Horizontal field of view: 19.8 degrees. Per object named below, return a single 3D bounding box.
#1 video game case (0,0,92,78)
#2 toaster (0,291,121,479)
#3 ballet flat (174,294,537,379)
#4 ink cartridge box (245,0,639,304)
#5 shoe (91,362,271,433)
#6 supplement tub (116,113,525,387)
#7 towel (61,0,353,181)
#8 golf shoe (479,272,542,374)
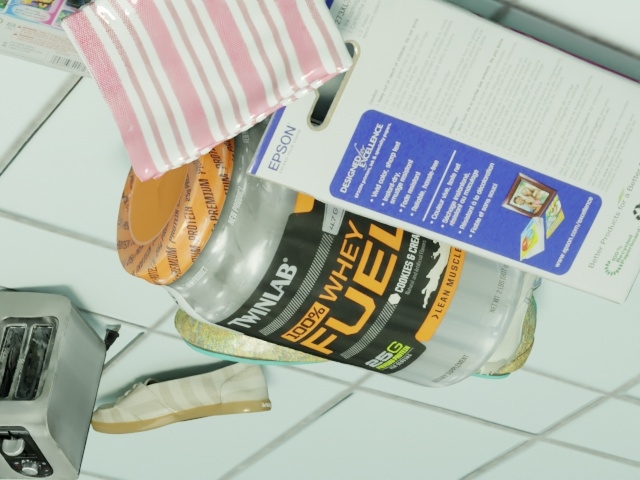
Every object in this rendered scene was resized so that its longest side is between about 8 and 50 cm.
[{"bbox_3d":[-0.210,-0.184,1.423,0.157,0.019,0.143,14,146,-21],"label":"video game case"},{"bbox_3d":[-0.309,0.141,1.826,0.168,0.185,0.110,0,147,16],"label":"toaster"},{"bbox_3d":[0.039,0.057,1.749,0.349,0.123,0.123,6,148,-8],"label":"ballet flat"},{"bbox_3d":[0.126,-0.083,1.454,0.371,0.069,0.175,18,104,-29],"label":"ink cartridge box"},{"bbox_3d":[-0.153,0.169,1.982,0.219,0.058,0.076,-10,178,24],"label":"shoe"},{"bbox_3d":[0.000,0.000,1.559,0.316,0.193,0.193,17,145,-27],"label":"supplement tub"},{"bbox_3d":[-0.085,-0.147,1.351,0.197,0.144,0.029,-28,177,23],"label":"towel"},{"bbox_3d":[0.164,0.039,1.657,0.069,0.176,0.086,18,140,10],"label":"golf shoe"}]
